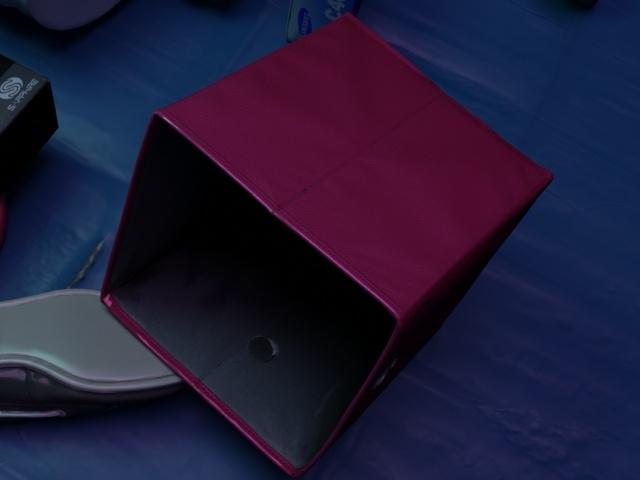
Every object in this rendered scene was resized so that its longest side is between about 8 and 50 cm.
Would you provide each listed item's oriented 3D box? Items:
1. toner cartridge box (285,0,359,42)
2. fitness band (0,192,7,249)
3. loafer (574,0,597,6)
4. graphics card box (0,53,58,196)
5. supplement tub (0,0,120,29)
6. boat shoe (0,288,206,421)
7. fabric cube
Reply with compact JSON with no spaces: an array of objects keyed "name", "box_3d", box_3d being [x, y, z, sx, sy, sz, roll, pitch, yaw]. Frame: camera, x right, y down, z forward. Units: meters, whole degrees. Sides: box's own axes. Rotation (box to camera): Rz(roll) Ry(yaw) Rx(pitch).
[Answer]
[{"name":"toner cartridge box","box_3d":[0.051,-0.407,1.165,0.075,0.165,0.347,18,62,2]},{"name":"fitness band","box_3d":[-0.463,-0.027,0.965,0.291,0.054,0.209,0,64,-10]},{"name":"loafer","box_3d":[0.289,-0.412,1.263,0.096,0.084,0.267,-26,62,14]},{"name":"graphics card box","box_3d":[-0.475,-0.135,0.943,0.371,0.094,0.232,26,60,8]},{"name":"supplement tub","box_3d":[-0.356,-0.409,1.064,0.331,0.241,0.241,40,65,12]},{"name":"boat shoe","box_3d":[-0.279,0.114,0.913,0.335,0.095,0.112,3,51,-12]},{"name":"fabric cube","box_3d":[0.000,0.000,0.873,0.259,0.254,0.258,41,46,13]}]
